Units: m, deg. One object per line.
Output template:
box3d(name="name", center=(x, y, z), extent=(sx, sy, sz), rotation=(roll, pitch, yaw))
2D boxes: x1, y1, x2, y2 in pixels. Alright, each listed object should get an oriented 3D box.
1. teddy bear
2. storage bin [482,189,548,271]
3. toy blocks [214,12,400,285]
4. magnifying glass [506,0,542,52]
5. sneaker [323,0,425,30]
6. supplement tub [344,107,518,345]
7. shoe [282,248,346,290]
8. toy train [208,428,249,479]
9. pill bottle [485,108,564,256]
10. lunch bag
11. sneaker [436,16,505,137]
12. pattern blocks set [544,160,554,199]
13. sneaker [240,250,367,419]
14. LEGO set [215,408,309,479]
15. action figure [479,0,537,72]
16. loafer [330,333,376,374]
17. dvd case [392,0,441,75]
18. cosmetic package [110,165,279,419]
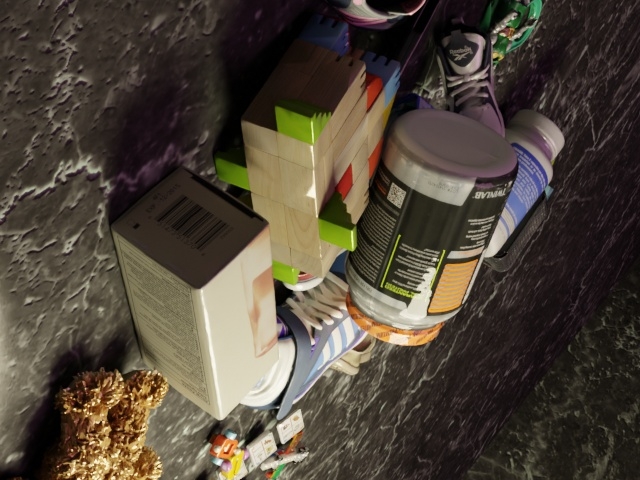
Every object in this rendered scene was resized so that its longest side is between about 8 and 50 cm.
box3d(name="teddy bear", center=(-0.300, 0.307, 1.495), extent=(0.338, 0.113, 0.245), rotation=(-57, 155, -3))
box3d(name="storage bin", center=(0.373, -0.043, 2.403), extent=(0.180, 0.122, 0.084), rotation=(-55, 157, -9))
box3d(name="toy blocks", center=(0.012, -0.141, 1.529), extent=(0.261, 0.191, 0.381), rotation=(-59, 161, -29))
box3d(name="magnifying glass", center=(0.319, -0.344, 2.047), extent=(0.231, 0.026, 0.092), rotation=(-46, 154, -24))
box3d(name="sneaker", center=(0.084, -0.309, 1.476), extent=(0.319, 0.131, 0.112), rotation=(-2, 119, -66))
box3d(name="supplement tub", center=(0.149, -0.014, 1.697), extent=(0.193, 0.193, 0.316), rotation=(-29, 145, -49))
box3d(name="shoe", center=(0.000, 0.000, 1.788), extent=(0.178, 0.063, 0.081), rotation=(-43, 152, -44))
box3d(name="toy train", center=(-0.178, 0.378, 1.918), extent=(0.166, 0.046, 0.125), rotation=(-63, 156, 4))
box3d(name="pill bottle", center=(0.343, -0.114, 2.215), extent=(0.272, 0.152, 0.152), rotation=(-50, 156, -18))
box3d(name="lunch bag", center=(0.120, -0.150, 1.795), extent=(0.151, 0.096, 0.129), rotation=(-51, 158, 8))
box3d(name="sneaker", center=(0.226, -0.247, 1.813), extent=(0.153, 0.094, 0.235), rotation=(60, 31, -50))
box3d(name="pattern blocks set", center=(0.440, -0.073, 2.624), extent=(0.285, 0.026, 0.325), rotation=(-57, 157, -3))
box3d(name="sneaker", center=(-0.024, 0.122, 1.795), extent=(0.323, 0.130, 0.236), rotation=(-52, 161, -1))
box3d(name="LEGO set", center=(-0.105, 0.397, 2.115), extent=(0.182, 0.060, 0.244), rotation=(-37, 150, -17))
box3d(name="action figure", center=(0.316, -0.376, 1.952), extent=(0.137, 0.063, 0.232), rotation=(3, 114, -55))
box3d(name="loafer", center=(0.040, 0.168, 2.027), extent=(0.268, 0.102, 0.092), rotation=(-13, 120, -79))
box3d(name="dvd case", center=(0.159, -0.339, 1.643), extent=(0.253, 0.022, 0.180), rotation=(-61, -178, 8))
box3d(name="cosmetic package", center=(-0.147, 0.071, 1.459), extent=(0.129, 0.153, 0.296), rotation=(-44, 154, -29))
